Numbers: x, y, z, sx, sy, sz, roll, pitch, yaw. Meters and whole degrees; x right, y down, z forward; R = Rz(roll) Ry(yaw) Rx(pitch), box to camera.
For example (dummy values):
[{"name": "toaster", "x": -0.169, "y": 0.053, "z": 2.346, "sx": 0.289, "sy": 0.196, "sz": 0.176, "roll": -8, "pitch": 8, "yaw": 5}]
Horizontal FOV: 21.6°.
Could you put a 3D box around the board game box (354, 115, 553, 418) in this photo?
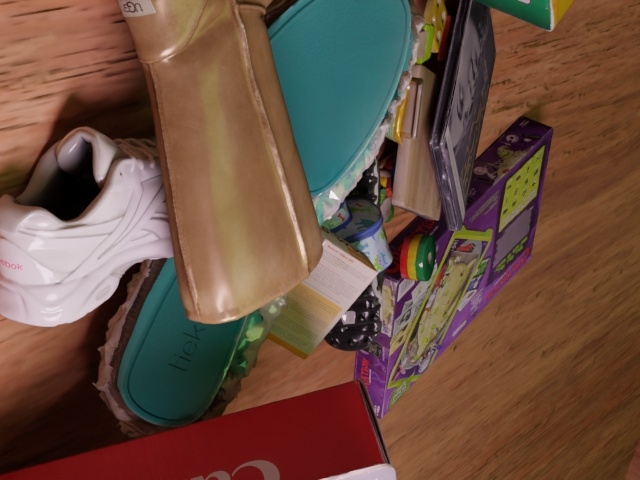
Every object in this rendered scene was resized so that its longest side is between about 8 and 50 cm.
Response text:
[{"name": "board game box", "x": 0.153, "y": 0.026, "z": 1.906, "sx": 0.347, "sy": 0.056, "sz": 0.208, "roll": -42, "pitch": 144, "yaw": -41}]

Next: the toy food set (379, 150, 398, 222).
[{"name": "toy food set", "x": 0.067, "y": -0.050, "z": 1.681, "sx": 0.082, "sy": 0.020, "sz": 0.083, "roll": -57, "pitch": 156, "yaw": -17}]

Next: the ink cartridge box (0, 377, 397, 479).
[{"name": "ink cartridge box", "x": -0.094, "y": 0.226, "z": 1.273, "sx": 0.309, "sy": 0.130, "sz": 0.272, "roll": -14, "pitch": 142, "yaw": -6}]

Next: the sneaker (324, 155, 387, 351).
[{"name": "sneaker", "x": 0.021, "y": -0.022, "z": 1.552, "sx": 0.106, "sy": 0.078, "sz": 0.234, "roll": -78, "pitch": 165, "yaw": -65}]

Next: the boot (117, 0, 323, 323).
[{"name": "boot", "x": -0.043, "y": -0.110, "z": 1.192, "sx": 0.236, "sy": 0.089, "sz": 0.269, "roll": -30, "pitch": 115, "yaw": -37}]

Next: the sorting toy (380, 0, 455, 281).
[{"name": "sorting toy", "x": 0.085, "y": -0.102, "z": 1.600, "sx": 0.132, "sy": 0.046, "sz": 0.274, "roll": 16, "pitch": 81, "yaw": -71}]

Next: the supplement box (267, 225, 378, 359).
[{"name": "supplement box", "x": -0.009, "y": 0.041, "z": 1.377, "sx": 0.062, "sy": 0.036, "sz": 0.098, "roll": 33, "pitch": 102, "yaw": -32}]

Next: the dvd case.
[{"name": "dvd case", "x": 0.144, "y": -0.144, "z": 1.659, "sx": 0.164, "sy": 0.018, "sz": 0.221, "roll": 71, "pitch": 29, "yaw": -59}]

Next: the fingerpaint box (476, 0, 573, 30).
[{"name": "fingerpaint box", "x": 0.208, "y": -0.464, "z": 1.384, "sx": 0.371, "sy": 0.163, "sz": 0.445, "roll": -54, "pitch": 155, "yaw": -21}]

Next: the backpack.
[{"name": "backpack", "x": 0.000, "y": 0.000, "z": 1.445, "sx": 0.114, "sy": 0.105, "sz": 0.084, "roll": -17, "pitch": 112, "yaw": -5}]

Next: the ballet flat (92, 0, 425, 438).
[{"name": "ballet flat", "x": -0.061, "y": -0.032, "z": 1.338, "sx": 0.409, "sy": 0.147, "sz": 0.147, "roll": -60, "pitch": 156, "yaw": -4}]

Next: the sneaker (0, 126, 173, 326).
[{"name": "sneaker", "x": -0.140, "y": -0.038, "z": 1.181, "sx": 0.232, "sy": 0.090, "sz": 0.115, "roll": -42, "pitch": 145, "yaw": -43}]

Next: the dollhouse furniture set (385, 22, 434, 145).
[{"name": "dollhouse furniture set", "x": 0.052, "y": -0.159, "z": 1.477, "sx": 0.058, "sy": 0.076, "sz": 0.151, "roll": -23, "pitch": 123, "yaw": -60}]
